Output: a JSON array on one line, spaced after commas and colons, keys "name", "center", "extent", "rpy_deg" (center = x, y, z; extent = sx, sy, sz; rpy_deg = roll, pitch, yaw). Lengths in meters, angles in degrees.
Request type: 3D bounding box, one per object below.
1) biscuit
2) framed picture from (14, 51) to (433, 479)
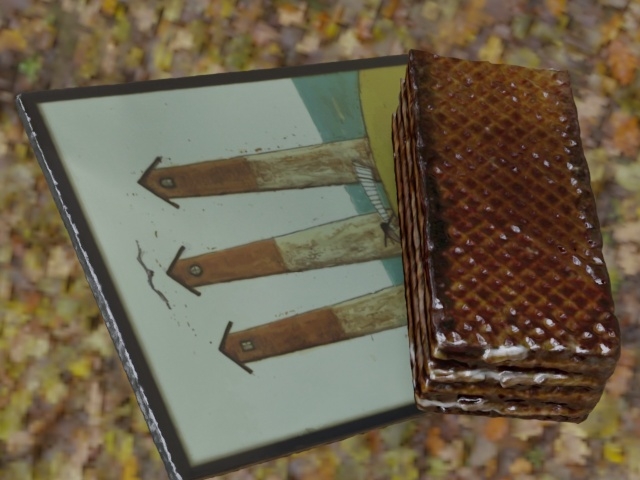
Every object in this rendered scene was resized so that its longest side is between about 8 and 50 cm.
[{"name": "biscuit", "center": [0.103, -0.010, 0.919], "extent": [0.070, 0.106, 0.252], "rpy_deg": [104, 169, -46]}, {"name": "framed picture", "center": [0.000, 0.000, 0.940], "extent": [0.013, 0.324, 0.244], "rpy_deg": [-44, 65, 45]}]
